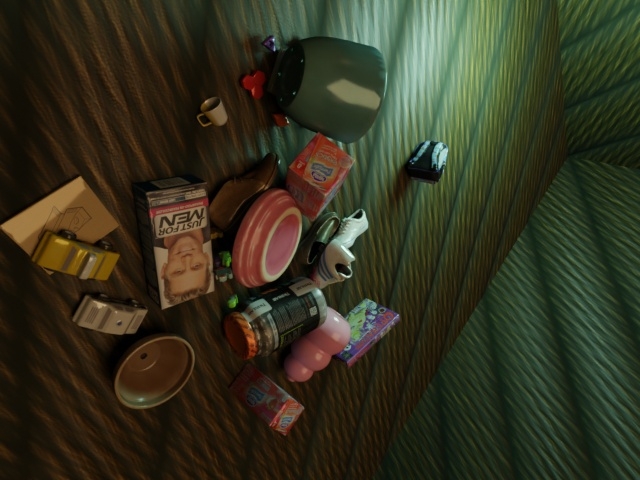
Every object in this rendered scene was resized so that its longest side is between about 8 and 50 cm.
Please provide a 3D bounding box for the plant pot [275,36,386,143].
[{"bbox_3d":[0.010,-0.452,1.243,0.235,0.293,0.293,4,107,-32],"label":"plant pot"}]

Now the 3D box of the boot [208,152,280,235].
[{"bbox_3d":[-0.234,-0.170,1.304,0.115,0.112,0.305,40,72,-23],"label":"boot"}]

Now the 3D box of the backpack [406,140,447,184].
[{"bbox_3d":[0.491,-0.359,1.911,0.173,0.158,0.117,-62,148,-20],"label":"backpack"}]

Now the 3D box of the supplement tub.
[{"bbox_3d":[-0.158,0.276,1.513,0.338,0.207,0.207,-21,123,-38],"label":"supplement tub"}]

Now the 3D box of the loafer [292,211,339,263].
[{"bbox_3d":[0.000,0.000,1.627,0.251,0.087,0.094,-52,137,-13],"label":"loafer"}]

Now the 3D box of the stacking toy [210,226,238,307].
[{"bbox_3d":[-0.298,0.079,1.275,0.052,0.221,0.167,-12,122,-16],"label":"stacking toy"}]

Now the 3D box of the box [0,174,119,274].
[{"bbox_3d":[-0.622,-0.037,1.029,0.201,0.021,0.164,-43,134,-23],"label":"box"}]

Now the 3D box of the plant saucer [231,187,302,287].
[{"bbox_3d":[-0.152,0.002,1.343,0.332,0.084,0.332,-54,157,-37],"label":"plant saucer"}]

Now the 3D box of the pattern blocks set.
[{"bbox_3d":[-0.085,-0.500,1.343,0.325,0.026,0.285,34,84,-48],"label":"pattern blocks set"}]

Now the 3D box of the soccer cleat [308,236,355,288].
[{"bbox_3d":[0.044,0.123,1.616,0.116,0.143,0.331,-41,162,-28],"label":"soccer cleat"}]

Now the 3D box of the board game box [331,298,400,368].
[{"bbox_3d":[0.169,0.407,1.910,0.347,0.208,0.056,-35,131,-30],"label":"board game box"}]

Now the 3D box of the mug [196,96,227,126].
[{"bbox_3d":[-0.299,-0.355,1.186,0.064,0.078,0.062,61,32,-52],"label":"mug"}]

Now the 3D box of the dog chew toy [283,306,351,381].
[{"bbox_3d":[-0.026,0.437,1.741,0.332,0.206,0.206,-52,138,-2],"label":"dog chew toy"}]

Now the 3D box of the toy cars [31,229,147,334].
[{"bbox_3d":[-0.570,0.132,1.096,0.176,0.087,0.393,-33,134,-30],"label":"toy cars"}]

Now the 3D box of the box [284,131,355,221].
[{"bbox_3d":[-0.016,-0.191,1.363,0.154,0.142,0.300,-51,178,-14],"label":"box"}]

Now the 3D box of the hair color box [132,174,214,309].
[{"bbox_3d":[-0.408,0.003,1.203,0.174,0.105,0.347,-19,122,-38],"label":"hair color box"}]

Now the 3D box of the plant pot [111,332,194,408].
[{"bbox_3d":[-0.512,0.370,1.273,0.237,0.110,0.237,-23,125,-37],"label":"plant pot"}]

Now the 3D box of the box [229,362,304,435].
[{"bbox_3d":[-0.204,0.588,1.581,0.122,0.257,0.128,-51,137,-17],"label":"box"}]

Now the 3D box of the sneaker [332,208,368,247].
[{"bbox_3d":[0.104,-0.044,1.708,0.258,0.094,0.091,-43,127,-45],"label":"sneaker"}]
